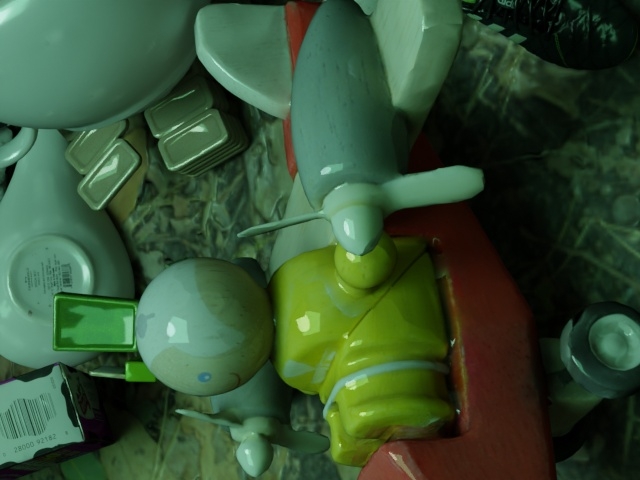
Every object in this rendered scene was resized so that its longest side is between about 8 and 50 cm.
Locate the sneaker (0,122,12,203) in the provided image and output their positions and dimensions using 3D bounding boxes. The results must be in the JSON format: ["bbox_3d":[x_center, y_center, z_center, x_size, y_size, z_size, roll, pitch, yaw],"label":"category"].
[{"bbox_3d":[-0.325,-0.044,1.319,0.118,0.110,0.292,3,110,54],"label":"sneaker"}]

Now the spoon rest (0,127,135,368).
[{"bbox_3d":[-0.229,-0.029,1.259,0.084,0.137,0.276,159,109,-81],"label":"spoon rest"}]

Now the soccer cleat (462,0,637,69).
[{"bbox_3d":[0.121,-0.156,0.965,0.179,0.072,0.060,32,116,32],"label":"soccer cleat"}]

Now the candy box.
[{"bbox_3d":[-0.301,0.174,1.234,0.233,0.159,0.071,-20,81,-3],"label":"candy box"}]

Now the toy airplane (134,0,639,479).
[{"bbox_3d":[0.000,0.000,0.952,0.384,0.272,0.386,30,135,58],"label":"toy airplane"}]

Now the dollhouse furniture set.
[{"bbox_3d":[-0.128,0.053,1.015,0.059,0.152,0.076,3,95,11],"label":"dollhouse furniture set"}]

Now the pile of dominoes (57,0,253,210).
[{"bbox_3d":[-0.143,-0.168,1.194,0.196,0.040,0.251,-29,74,18],"label":"pile of dominoes"}]

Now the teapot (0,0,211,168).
[{"bbox_3d":[-0.176,-0.168,1.094,0.256,0.187,0.252,10,61,42],"label":"teapot"}]
